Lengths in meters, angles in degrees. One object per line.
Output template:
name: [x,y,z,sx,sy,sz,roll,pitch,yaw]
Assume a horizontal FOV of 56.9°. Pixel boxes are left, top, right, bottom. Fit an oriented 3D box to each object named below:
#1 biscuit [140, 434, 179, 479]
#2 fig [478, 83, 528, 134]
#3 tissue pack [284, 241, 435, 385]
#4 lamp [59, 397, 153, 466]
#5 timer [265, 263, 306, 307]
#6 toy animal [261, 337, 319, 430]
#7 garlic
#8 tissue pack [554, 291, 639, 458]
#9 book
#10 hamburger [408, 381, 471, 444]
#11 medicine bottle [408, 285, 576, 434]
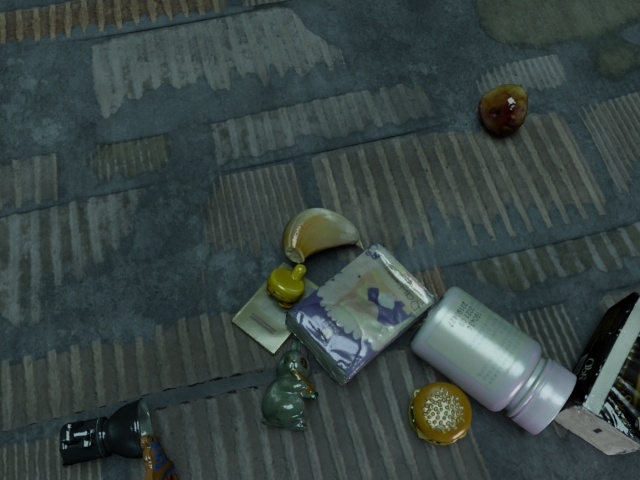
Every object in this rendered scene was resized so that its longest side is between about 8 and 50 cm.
biscuit: [-0.365,0.586,1.387,0.043,0.183,0.280,-20,93,2]
fig: [0.618,-0.452,1.928,0.159,0.159,0.257,31,49,14]
tissue pack: [0.108,0.190,1.595,0.344,0.125,0.242,-36,70,-23]
lamp: [-0.539,0.479,1.438,0.228,0.172,0.147,-11,66,-7]
timer: [-0.090,0.116,1.619,0.107,0.109,0.107,24,28,-14]
toy animal: [-0.078,0.355,1.533,0.127,0.125,0.251,18,55,-23]
garlic: [-0.001,-0.012,1.688,0.245,0.145,0.164,-8,56,-27]
tissue pack: [0.762,0.339,1.492,0.198,0.210,0.370,35,70,11]
book: [-0.116,0.189,1.659,0.161,0.026,0.231,36,69,16]
hamburger: [0.300,0.435,1.492,0.162,0.115,0.161,-1,65,1]
medicine bottle: [0.429,0.300,1.505,0.379,0.213,0.213,37,69,16]
